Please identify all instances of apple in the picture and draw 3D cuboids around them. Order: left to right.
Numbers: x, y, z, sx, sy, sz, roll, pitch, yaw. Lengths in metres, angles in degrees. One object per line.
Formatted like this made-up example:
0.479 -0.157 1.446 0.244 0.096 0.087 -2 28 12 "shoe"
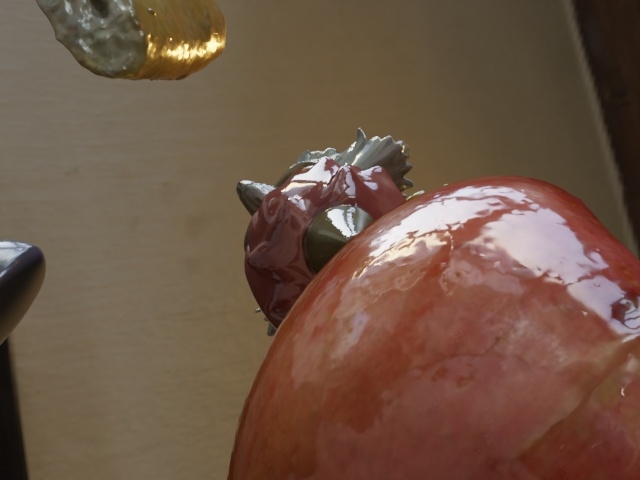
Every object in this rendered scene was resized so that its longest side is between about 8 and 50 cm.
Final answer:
0.113 0.160 0.818 0.364 0.364 0.364 3 -86 45 "apple"

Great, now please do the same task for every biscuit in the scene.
-0.247 -0.358 1.474 0.104 0.446 0.429 -36 -98 17 "biscuit"

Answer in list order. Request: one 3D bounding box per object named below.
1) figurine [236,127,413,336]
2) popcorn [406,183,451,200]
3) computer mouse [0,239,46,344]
0.000 0.000 1.107 0.166 0.387 0.207 36 -82 -4 "figurine"
0.161 0.008 1.571 0.167 0.152 0.148 44 -71 16 "popcorn"
-0.247 0.075 0.733 0.057 0.232 0.120 55 -23 10 "computer mouse"
